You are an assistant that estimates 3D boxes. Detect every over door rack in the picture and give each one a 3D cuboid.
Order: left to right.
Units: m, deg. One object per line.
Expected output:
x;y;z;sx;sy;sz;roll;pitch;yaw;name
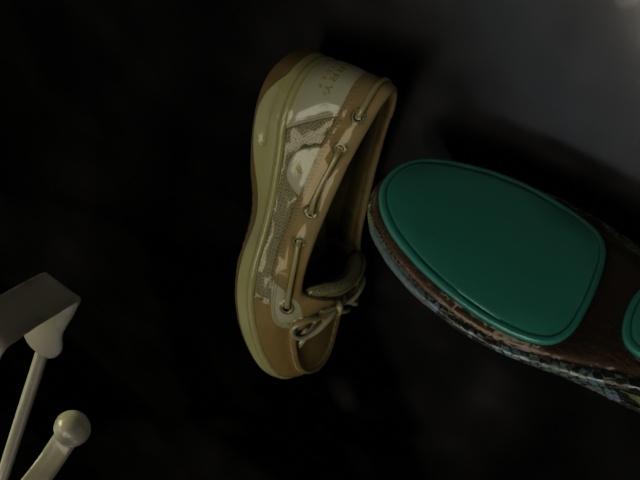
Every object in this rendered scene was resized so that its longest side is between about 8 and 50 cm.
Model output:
-0.065;0.168;0.564;0.240;0.108;0.324;34;140;8;over door rack

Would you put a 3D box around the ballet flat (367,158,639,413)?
0.101;0.031;0.401;0.188;0.070;0.070;28;132;20;ballet flat

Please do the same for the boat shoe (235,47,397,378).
0.001;-0.001;0.448;0.048;0.056;0.153;22;123;26;boat shoe
